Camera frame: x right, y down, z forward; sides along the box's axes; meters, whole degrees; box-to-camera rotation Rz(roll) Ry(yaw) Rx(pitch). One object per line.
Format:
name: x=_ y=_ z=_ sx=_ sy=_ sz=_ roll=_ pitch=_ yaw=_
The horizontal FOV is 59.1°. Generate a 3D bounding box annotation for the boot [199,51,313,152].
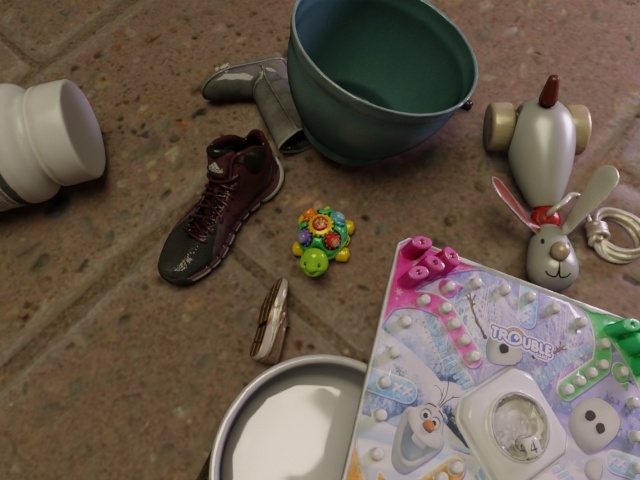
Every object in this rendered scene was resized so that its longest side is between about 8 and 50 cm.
boot: x=-0.105 y=-0.240 z=1.032 sx=0.189 sy=0.076 sz=0.209 roll=-23 pitch=69 yaw=-3

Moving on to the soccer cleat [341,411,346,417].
soccer cleat: x=0.013 y=0.250 z=0.781 sx=0.035 sy=0.029 sz=0.083 roll=36 pitch=77 yaw=18

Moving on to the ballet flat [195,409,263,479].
ballet flat: x=-0.143 y=0.338 z=0.745 sx=0.084 sy=0.058 sz=0.250 roll=26 pitch=73 yaw=0

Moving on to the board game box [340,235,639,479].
board game box: x=0.239 y=0.222 z=0.677 sx=0.389 sy=0.050 sz=0.390 roll=20 pitch=65 yaw=-7

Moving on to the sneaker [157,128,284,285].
sneaker: x=-0.175 y=-0.071 z=0.893 sx=0.106 sy=0.163 sz=0.281 roll=30 pitch=70 yaw=20

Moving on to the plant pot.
plant pot: x=0.073 y=-0.244 z=0.909 sx=0.292 sy=0.196 sz=0.293 roll=9 pitch=56 yaw=-14

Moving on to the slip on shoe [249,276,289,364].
slip on shoe: x=-0.067 y=0.122 z=0.852 sx=0.041 sy=0.051 sz=0.136 roll=29 pitch=53 yaw=-23

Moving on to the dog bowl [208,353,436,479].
dog bowl: x=0.000 y=0.280 z=0.689 sx=0.264 sy=0.104 sz=0.265 roll=3 pitch=68 yaw=-7

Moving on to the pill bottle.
pill bottle: x=-0.575 y=-0.147 z=0.960 sx=0.360 sy=0.204 sz=0.204 roll=-14 pitch=62 yaw=-1

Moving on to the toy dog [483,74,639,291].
toy dog: x=0.350 y=-0.109 z=0.849 sx=0.220 sy=0.161 sz=0.334 roll=-18 pitch=62 yaw=-2

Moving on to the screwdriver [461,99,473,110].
screwdriver: x=0.207 y=-0.285 z=1.035 sx=0.170 sy=0.025 sz=0.024 roll=40 pitch=74 yaw=22

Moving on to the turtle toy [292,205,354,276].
turtle toy: x=0.000 y=0.000 z=0.889 sx=0.095 sy=0.066 sz=0.130 roll=6 pitch=64 yaw=10
